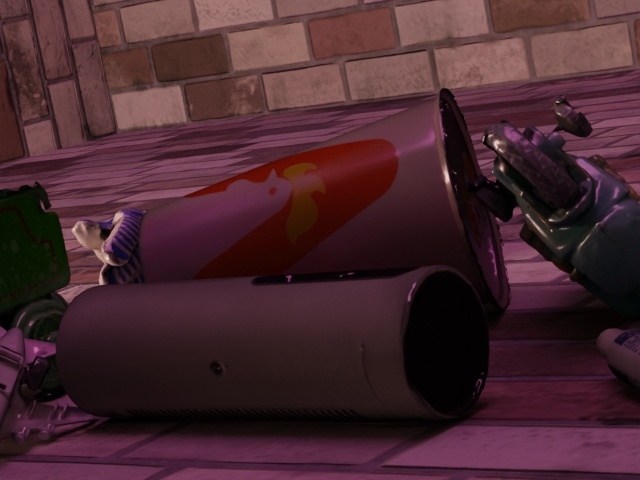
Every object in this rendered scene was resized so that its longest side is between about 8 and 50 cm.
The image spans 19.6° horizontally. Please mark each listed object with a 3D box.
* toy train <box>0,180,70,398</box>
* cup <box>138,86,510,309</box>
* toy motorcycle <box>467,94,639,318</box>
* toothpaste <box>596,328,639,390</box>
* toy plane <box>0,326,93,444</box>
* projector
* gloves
[{"bbox_3d":[-0.308,0.056,1.550,0.132,0.188,0.243,-4,10,33],"label":"toy train"},{"bbox_3d":[0.000,0.000,1.610,0.288,0.203,0.203,-15,7,13],"label":"cup"},{"bbox_3d":[0.218,-0.018,1.466,0.109,0.198,0.296,-47,-8,5],"label":"toy motorcycle"},{"bbox_3d":[0.228,0.089,1.184,0.062,0.037,0.216,-13,13,-14],"label":"toothpaste"},{"bbox_3d":[-0.249,0.116,1.409,0.162,0.065,0.171,24,25,-10],"label":"toy plane"},{"bbox_3d":[-0.042,0.078,1.347,0.337,0.108,0.108,-4,11,39],"label":"projector"},{"bbox_3d":[-0.201,0.013,1.976,0.119,0.097,0.229,27,8,1],"label":"gloves"}]
